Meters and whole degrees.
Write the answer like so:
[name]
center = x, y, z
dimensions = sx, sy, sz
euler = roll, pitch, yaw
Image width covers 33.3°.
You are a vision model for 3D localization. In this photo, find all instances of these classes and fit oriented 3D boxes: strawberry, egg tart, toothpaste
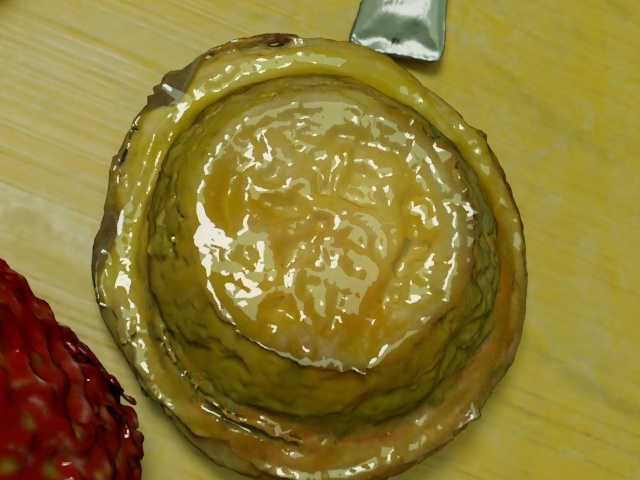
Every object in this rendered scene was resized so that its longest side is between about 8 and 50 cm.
[strawberry]
center = -0.172, 0.092, 0.550
dimensions = 0.178, 0.234, 0.234
euler = 21, 74, -28
[egg tart]
center = 0.000, 0.000, 0.633
dimensions = 0.288, 0.118, 0.288
euler = 2, 75, -6
[toothpaste]
center = 0.071, -0.226, 0.729
dimensions = 0.064, 0.041, 0.218
euler = 11, 79, 5
